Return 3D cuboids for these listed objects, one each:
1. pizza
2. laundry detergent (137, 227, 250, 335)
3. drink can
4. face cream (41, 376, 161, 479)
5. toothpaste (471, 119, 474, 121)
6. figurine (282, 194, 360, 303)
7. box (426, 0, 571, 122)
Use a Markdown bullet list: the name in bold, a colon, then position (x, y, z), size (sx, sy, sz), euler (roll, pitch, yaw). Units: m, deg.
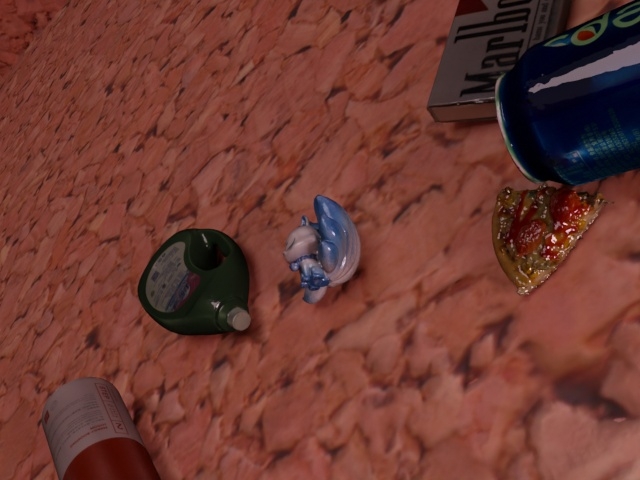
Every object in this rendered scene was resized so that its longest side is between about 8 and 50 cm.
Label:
- **pizza**: position (0.169, -0.018, 0.555), size (0.100, 0.029, 0.099), euler (-48, 36, 9)
- **laundry detergent**: position (-0.139, 0.054, 0.816), size (0.210, 0.063, 0.137), euler (19, 71, 52)
- **drink can**: position (0.235, -0.113, 0.481), size (0.204, 0.118, 0.118), euler (-17, 51, 39)
- **face cream**: position (-0.241, 0.246, 0.751), size (0.096, 0.095, 0.214), euler (-55, 37, 0)
- **toothpaste**: position (0.153, -0.156, 0.694), size (0.024, 0.015, 0.083), euler (-39, 44, 33)
- **figurine**: position (0.000, 0.000, 0.687), size (0.114, 0.079, 0.114), euler (178, 90, -84)
- **box**: position (0.180, -0.198, 0.667), size (0.115, 0.036, 0.178), euler (3, 64, 38)
